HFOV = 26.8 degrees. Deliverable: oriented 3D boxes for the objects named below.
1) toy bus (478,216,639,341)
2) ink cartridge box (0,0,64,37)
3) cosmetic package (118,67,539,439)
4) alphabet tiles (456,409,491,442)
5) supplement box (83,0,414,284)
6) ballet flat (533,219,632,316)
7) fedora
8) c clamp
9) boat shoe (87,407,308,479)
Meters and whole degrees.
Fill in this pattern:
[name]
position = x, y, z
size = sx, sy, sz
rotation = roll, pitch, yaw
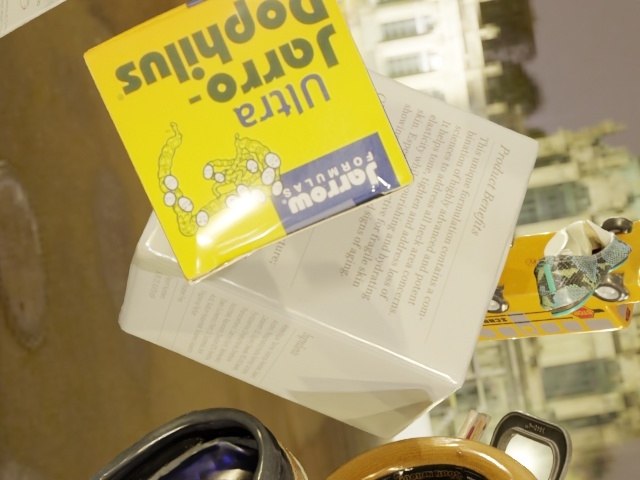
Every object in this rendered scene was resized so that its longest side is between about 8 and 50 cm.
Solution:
[toy bus]
position = 0.317, 0.061, 1.853
size = 0.130, 0.332, 0.108
rotation = 46, 49, -38
[ink cartridge box]
position = -0.403, -0.342, 1.316
size = 0.309, 0.272, 0.130
rotation = 52, -23, 7
[cosmetic package]
position = 0.000, 0.000, 1.647
size = 0.327, 0.393, 0.329
rotation = 121, -9, -67
[alphabet tiles]
position = 0.111, 0.352, 1.559
size = 0.342, 0.011, 0.285
rotation = -62, 164, -3
[supplement box]
position = -0.061, -0.121, 1.162
size = 0.356, 0.194, 0.195
rotation = -109, 175, -79
[ballet flat]
position = 0.249, 0.014, 1.276
size = 0.188, 0.070, 0.070
rotation = -31, 114, -63
[fedora]
position = 0.073, 0.227, 0.954
size = 0.194, 0.194, 0.079
rotation = -96, 171, -53
[c clamp]
position = 0.206, 0.248, 1.408
size = 0.160, 0.022, 0.137
rotation = -2, -113, 64
[boat shoe]
position = -0.213, 0.309, 1.064
size = 0.187, 0.500, 0.156
rotation = 41, -23, 26
